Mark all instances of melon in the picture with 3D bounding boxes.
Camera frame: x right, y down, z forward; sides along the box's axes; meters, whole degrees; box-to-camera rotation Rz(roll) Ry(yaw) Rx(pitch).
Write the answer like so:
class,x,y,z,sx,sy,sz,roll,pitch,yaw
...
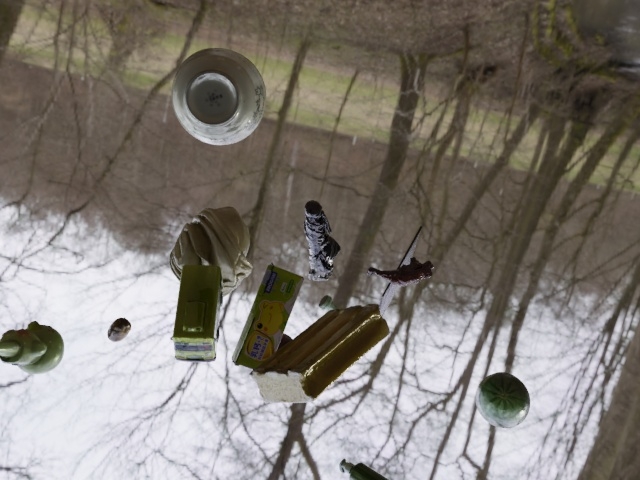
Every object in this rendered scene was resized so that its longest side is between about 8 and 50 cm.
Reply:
class,x,y,z,sx,sy,sz,roll,pitch,yaw
melon,0.619,0.543,2.211,0.182,0.182,0.287,19,163,28

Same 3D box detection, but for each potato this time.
class,x,y,z,sx,sy,sz,roll,pitch,yaw
potato,-0.533,0.237,1.724,0.051,0.083,0.040,45,-157,6

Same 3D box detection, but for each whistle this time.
class,x,y,z,sx,sy,sz,roll,pitch,yaw
whistle,-0.764,0.264,1.682,0.141,0.141,0.294,16,160,15

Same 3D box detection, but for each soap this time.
class,x,y,z,sx,sy,sz,roll,pitch,yaw
soap,0.005,0.264,1.546,0.199,0.091,0.315,-14,-167,46

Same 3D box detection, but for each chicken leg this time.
class,x,y,z,sx,sy,sz,roll,pitch,yaw
chicken leg,0.253,0.101,2.004,0.219,0.048,0.089,-12,-127,-18

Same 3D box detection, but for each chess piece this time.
class,x,y,z,sx,sy,sz,roll,pitch,yaw
chess piece,0.066,0.263,2.397,0.149,0.059,0.059,36,-174,-13

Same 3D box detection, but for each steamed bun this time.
class,x,y,z,sx,sy,sz,roll,pitch,yaw
steamed bun,-0.357,0.039,2.138,0.276,0.289,0.203,54,-175,6

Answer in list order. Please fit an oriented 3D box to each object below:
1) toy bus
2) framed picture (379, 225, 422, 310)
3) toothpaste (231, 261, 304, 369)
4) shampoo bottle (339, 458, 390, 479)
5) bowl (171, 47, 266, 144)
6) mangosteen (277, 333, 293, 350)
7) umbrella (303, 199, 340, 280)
class,x,y,z,sx,sy,sz,roll,pitch,yaw
toy bus,-0.354,0.208,1.892,0.128,0.150,0.262,2,-125,-4
framed picture,0.253,0.134,2.171,0.013,0.244,0.323,25,-126,12
toothpaste,-0.161,0.237,1.993,0.110,0.327,0.077,22,175,-18
shampoo bottle,0.131,0.620,1.663,0.205,0.065,0.065,21,-167,38
bowl,-0.251,-0.342,1.562,0.238,0.237,0.126,13,-166,-4
mangosteen,-0.139,0.431,2.406,0.200,0.199,0.200,13,-169,-3
umbrella,0.001,0.005,2.128,0.106,0.357,0.113,9,-127,12
